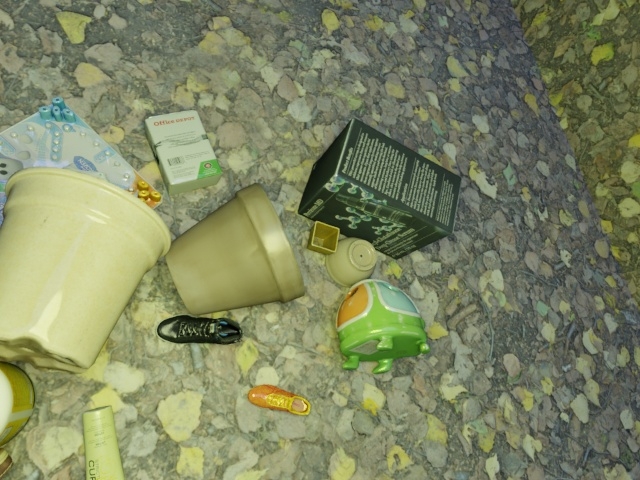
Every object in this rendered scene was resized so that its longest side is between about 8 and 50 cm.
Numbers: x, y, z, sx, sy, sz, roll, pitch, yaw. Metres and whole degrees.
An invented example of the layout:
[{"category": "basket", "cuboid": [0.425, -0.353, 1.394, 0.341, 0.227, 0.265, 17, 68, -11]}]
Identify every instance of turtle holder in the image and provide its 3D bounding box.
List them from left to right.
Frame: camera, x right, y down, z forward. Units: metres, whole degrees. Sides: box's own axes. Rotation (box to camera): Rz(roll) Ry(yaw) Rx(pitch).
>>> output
[{"category": "turtle holder", "cuboid": [0.198, 0.239, 1.236, 0.320, 0.243, 0.227, 0, 56, -15]}]

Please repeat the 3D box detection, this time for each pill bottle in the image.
[{"category": "pill bottle", "cuboid": [-0.657, 0.307, 0.773, 0.188, 0.334, 0.188, 8, 69, -22]}]

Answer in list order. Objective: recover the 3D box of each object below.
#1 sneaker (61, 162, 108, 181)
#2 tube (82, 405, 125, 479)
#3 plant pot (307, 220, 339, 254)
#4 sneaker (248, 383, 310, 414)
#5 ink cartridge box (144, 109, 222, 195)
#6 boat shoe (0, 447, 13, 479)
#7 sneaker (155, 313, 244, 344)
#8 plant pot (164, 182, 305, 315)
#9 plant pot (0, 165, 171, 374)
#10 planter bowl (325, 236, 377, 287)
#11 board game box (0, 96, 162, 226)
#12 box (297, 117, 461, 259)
[{"category": "sneaker", "cuboid": [-0.550, -0.126, 1.063, 0.212, 0.080, 0.094, 30, 52, -11]}, {"category": "tube", "cuboid": [-0.483, 0.498, 0.948, 0.070, 0.062, 0.240, -13, 81, 14]}, {"category": "plant pot", "cuboid": [0.000, 0.000, 1.313, 0.081, 0.083, 0.081, 18, 66, -19]}, {"category": "sneaker", "cuboid": [-0.107, 0.423, 1.134, 0.175, 0.067, 0.064, 17, 68, -16]}, {"category": "ink cartridge box", "cuboid": [-0.395, -0.253, 1.220, 0.153, 0.087, 0.208, -19, 82, -28]}, {"category": "boat shoe", "cuboid": [-0.694, 0.565, 0.792, 0.123, 0.123, 0.342, 42, 69, -17]}, {"category": "sneaker", "cuboid": [-0.302, 0.222, 1.082, 0.217, 0.121, 0.079, 8, 69, -22]}, {"category": "plant pot", "cuboid": [-0.231, 0.048, 1.094, 0.280, 0.323, 0.323, -22, 82, -12]}, {"category": "plant pot", "cuboid": [-0.508, 0.080, 0.833, 0.334, 0.334, 0.305, 20, 55, -17]}, {"category": "planter bowl", "cuboid": [0.110, 0.058, 1.329, 0.162, 0.109, 0.162, 8, 70, -22]}, {"category": "board game box", "cuboid": [-0.681, -0.129, 1.073, 0.390, 0.050, 0.390, 45, 61, -5]}, {"category": "box", "cuboid": [0.178, -0.139, 1.320, 0.395, 0.293, 0.212, 25, 64, -14]}]
